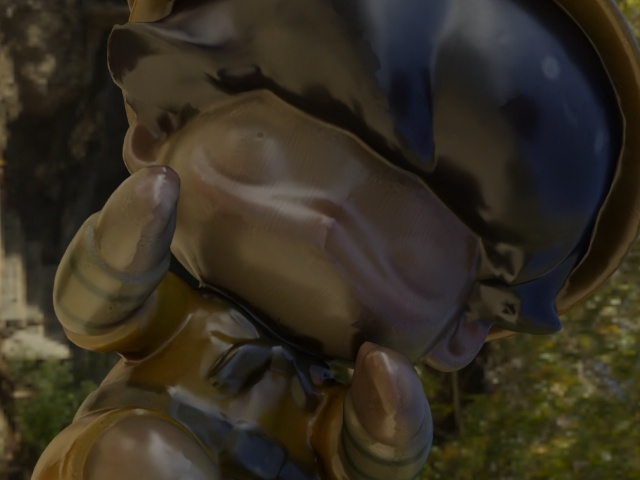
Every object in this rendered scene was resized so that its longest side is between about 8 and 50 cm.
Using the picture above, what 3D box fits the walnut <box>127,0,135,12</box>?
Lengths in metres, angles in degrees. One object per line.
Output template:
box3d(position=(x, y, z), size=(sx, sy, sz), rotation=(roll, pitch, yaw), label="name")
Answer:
box3d(position=(0.022, -0.224, 0.778), size=(0.209, 0.336, 0.209), rotation=(49, 4, -5), label="walnut")

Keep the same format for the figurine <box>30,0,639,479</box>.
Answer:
box3d(position=(-0.002, 0.000, 0.434), size=(0.257, 0.192, 0.167), rotation=(-58, -160, -20), label="figurine")
